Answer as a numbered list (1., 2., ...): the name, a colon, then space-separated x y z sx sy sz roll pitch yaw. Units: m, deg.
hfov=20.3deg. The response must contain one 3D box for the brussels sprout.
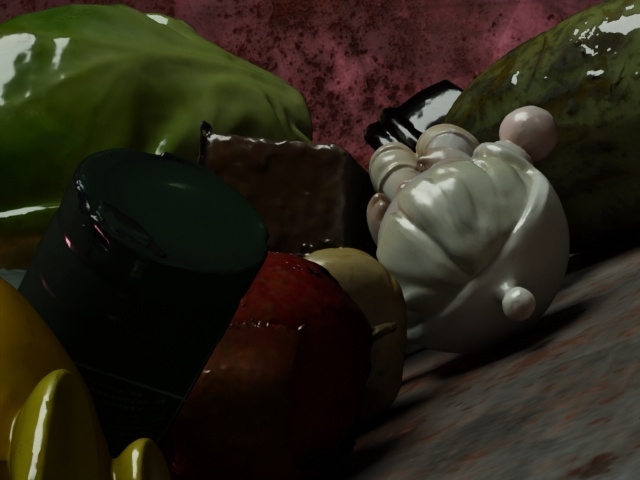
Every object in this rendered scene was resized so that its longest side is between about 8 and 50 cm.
1. brussels sprout: -0.238 -0.021 1.706 0.342 0.425 0.361 32 10 40

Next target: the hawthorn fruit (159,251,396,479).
1. hawthorn fruit: -0.035 0.071 0.952 0.172 0.148 0.148 -11 -4 -27

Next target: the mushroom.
1. mushroom: -0.052 0.077 1.172 0.095 0.122 0.351 -4 -9 -26

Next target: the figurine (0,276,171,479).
1. figurine: -0.188 0.114 0.739 0.228 0.215 0.215 -32 3 0

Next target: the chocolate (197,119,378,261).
1. chocolate: 0.000 0.000 1.357 0.112 0.112 0.321 1 -11 15

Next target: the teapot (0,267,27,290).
1. teapot: -0.224 0.142 1.151 0.251 0.183 0.183 -39 -5 34

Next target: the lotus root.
1. lotus root: 0.195 -0.076 1.317 0.309 0.173 0.173 -22 4 32

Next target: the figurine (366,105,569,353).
1. figurine: 0.088 0.008 1.162 0.182 0.144 0.256 -22 8 8

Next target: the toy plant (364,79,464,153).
1. toy plant: 0.105 -0.052 1.916 0.235 0.175 0.218 -51 7 6

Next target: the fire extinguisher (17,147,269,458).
1. fire extinguisher: -0.139 0.102 0.861 0.095 0.114 0.311 -100 34 -57
